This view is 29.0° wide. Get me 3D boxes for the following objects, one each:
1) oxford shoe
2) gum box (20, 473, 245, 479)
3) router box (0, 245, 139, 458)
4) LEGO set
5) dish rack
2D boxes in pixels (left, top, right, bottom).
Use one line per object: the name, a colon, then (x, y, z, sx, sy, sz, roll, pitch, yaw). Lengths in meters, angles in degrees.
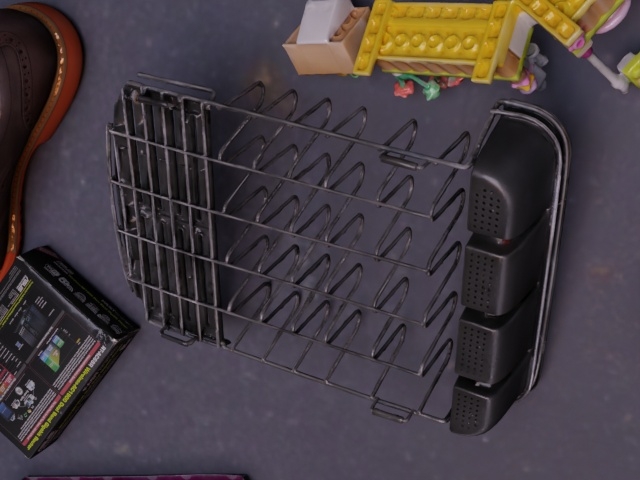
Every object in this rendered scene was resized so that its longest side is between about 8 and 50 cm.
oxford shoe: (-0.253, -0.034, 0.827, 0.097, 0.098, 0.271, 27, 109, 11)
gum box: (-0.133, 0.225, 0.863, 0.188, 0.062, 0.107, -4, 101, 19)
router box: (-0.198, 0.078, 0.866, 0.092, 0.038, 0.122, 42, 112, 7)
LEGO set: (0.123, -0.128, 0.699, 0.287, 0.107, 0.132, -29, 57, 26)
dish rack: (0.000, 0.000, 0.736, 0.272, 0.074, 0.208, 16, 127, 21)
